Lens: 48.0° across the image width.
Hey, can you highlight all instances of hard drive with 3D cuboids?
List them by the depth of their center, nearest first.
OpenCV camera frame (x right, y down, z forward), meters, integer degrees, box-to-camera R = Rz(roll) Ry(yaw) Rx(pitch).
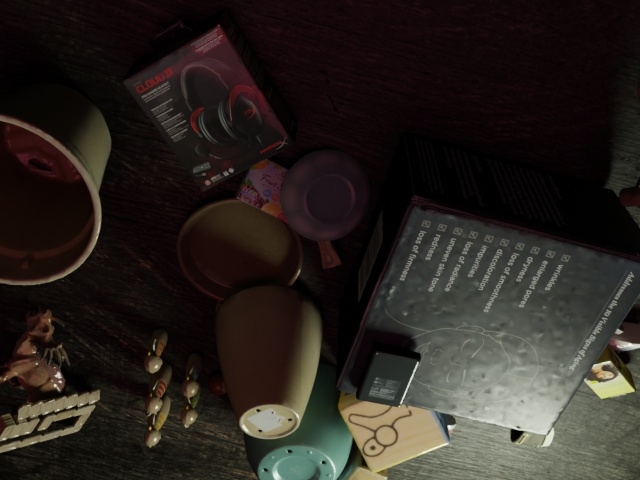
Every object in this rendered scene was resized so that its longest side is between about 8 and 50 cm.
[{"bbox_3d":[0.132,0.266,1.404,0.094,0.022,0.135,12,123,-6],"label":"hard drive"}]

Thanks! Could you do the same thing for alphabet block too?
[{"bbox_3d":[0.173,0.394,1.690,0.197,0.193,0.192,-24,98,11],"label":"alphabet block"}]

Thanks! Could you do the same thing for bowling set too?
[{"bbox_3d":[-0.326,0.360,1.730,0.200,0.154,0.286,3,122,-1],"label":"bowling set"}]

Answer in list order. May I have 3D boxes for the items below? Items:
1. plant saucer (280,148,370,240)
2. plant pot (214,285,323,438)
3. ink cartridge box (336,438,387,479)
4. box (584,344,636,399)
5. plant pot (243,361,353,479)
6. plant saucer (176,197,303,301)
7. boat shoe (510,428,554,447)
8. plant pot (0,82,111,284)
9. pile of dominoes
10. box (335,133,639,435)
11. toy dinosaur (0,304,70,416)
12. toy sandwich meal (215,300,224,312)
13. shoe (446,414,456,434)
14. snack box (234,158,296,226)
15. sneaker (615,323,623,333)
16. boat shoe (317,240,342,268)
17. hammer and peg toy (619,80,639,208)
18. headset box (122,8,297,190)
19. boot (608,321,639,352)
[{"bbox_3d":[0.017,-0.089,1.472,0.195,0.037,0.194,-4,104,-15],"label":"plant saucer"},{"bbox_3d":[-0.115,0.286,1.586,0.257,0.274,0.256,-2,133,-2],"label":"plant pot"},{"bbox_3d":[0.081,0.591,1.845,0.088,0.193,0.234,24,119,-11],"label":"ink cartridge box"},{"bbox_3d":[0.664,0.307,1.686,0.087,0.058,0.232,-22,142,28],"label":"box"},{"bbox_3d":[-0.053,0.474,1.751,0.293,0.235,0.292,0,121,0],"label":"plant pot"},{"bbox_3d":[-0.176,0.022,1.586,0.278,0.041,0.277,0,121,1],"label":"plant saucer"},{"bbox_3d":[0.530,0.398,1.769,0.091,0.109,0.304,-4,126,-3],"label":"boat shoe"},{"bbox_3d":[-0.536,-0.141,1.334,0.334,0.305,0.333,0,122,1],"label":"plant pot"},{"bbox_3d":[-0.674,0.430,1.775,0.040,0.251,0.196,51,118,23],"label":"pile of dominoes"},{"bbox_3d":[0.321,0.099,1.475,0.472,0.297,0.479,15,122,-6],"label":"box"},{"bbox_3d":[-0.674,0.317,1.735,0.201,0.127,0.295,-17,128,-2],"label":"toy dinosaur"},{"bbox_3d":[-0.208,0.166,1.681,0.086,0.029,0.085,0,122,1],"label":"toy sandwich meal"},{"bbox_3d":[0.255,0.480,1.849,0.178,0.063,0.081,11,117,-10],"label":"shoe"},{"bbox_3d":[-0.092,-0.103,1.487,0.141,0.037,0.100,26,90,-15],"label":"snack box"},{"bbox_3d":[0.629,0.182,1.670,0.152,0.053,0.061,25,126,-4],"label":"sneaker"},{"bbox_3d":[0.000,-0.001,1.562,0.048,0.056,0.153,-22,126,8],"label":"boat shoe"},{"bbox_3d":[0.674,-0.130,1.359,0.361,0.127,0.265,39,70,-21],"label":"hammer and peg toy"},{"bbox_3d":[-0.210,-0.273,1.361,0.218,0.110,0.293,-25,118,16],"label":"headset box"},{"bbox_3d":[0.681,0.244,1.704,0.190,0.069,0.086,2,134,4],"label":"boot"}]
